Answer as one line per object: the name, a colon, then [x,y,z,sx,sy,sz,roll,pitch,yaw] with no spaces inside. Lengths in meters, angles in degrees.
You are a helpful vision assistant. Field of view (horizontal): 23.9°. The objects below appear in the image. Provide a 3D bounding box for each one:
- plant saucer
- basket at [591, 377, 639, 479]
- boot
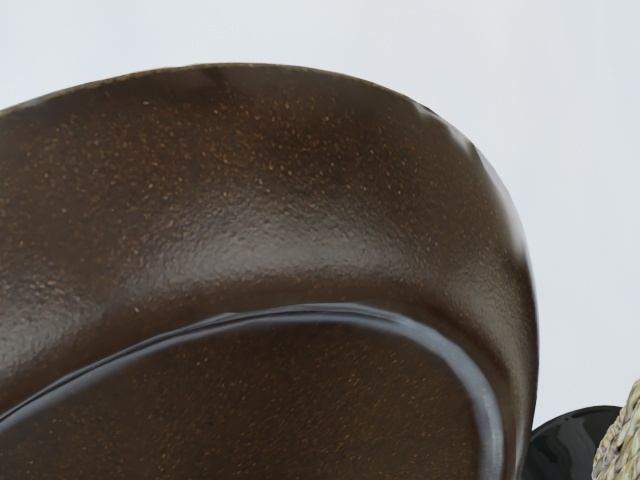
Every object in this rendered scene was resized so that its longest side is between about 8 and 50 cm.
plant saucer: [-0.053,0.095,0.437,0.310,0.310,0.050,31,-166,-48]
basket: [0.295,0.154,0.866,0.299,0.213,0.223,104,175,-45]
boot: [0.199,0.262,1.404,0.091,0.263,0.229,53,-179,23]
